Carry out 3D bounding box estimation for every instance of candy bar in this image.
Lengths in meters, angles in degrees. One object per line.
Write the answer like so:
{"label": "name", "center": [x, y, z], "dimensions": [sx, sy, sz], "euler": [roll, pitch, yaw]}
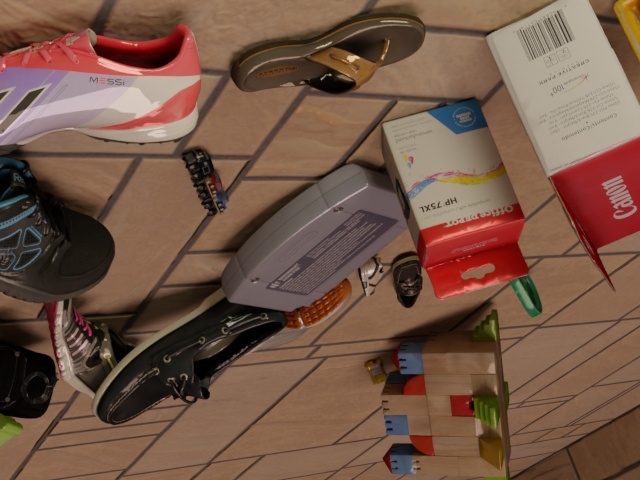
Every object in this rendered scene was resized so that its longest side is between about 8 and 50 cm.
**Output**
{"label": "candy bar", "center": [0.122, 0.285, 2.385], "dimensions": [0.040, 0.018, 0.161], "euler": [-22, 156, 1]}

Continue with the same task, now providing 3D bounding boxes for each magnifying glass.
{"label": "magnifying glass", "center": [0.357, 0.070, 2.021], "dimensions": [0.026, 0.092, 0.231], "euler": [-24, 145, 21]}

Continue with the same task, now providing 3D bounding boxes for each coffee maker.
{"label": "coffee maker", "center": [-0.456, 0.213, 1.639], "dimensions": [0.120, 0.171, 0.178], "euler": [-58, 169, -8]}

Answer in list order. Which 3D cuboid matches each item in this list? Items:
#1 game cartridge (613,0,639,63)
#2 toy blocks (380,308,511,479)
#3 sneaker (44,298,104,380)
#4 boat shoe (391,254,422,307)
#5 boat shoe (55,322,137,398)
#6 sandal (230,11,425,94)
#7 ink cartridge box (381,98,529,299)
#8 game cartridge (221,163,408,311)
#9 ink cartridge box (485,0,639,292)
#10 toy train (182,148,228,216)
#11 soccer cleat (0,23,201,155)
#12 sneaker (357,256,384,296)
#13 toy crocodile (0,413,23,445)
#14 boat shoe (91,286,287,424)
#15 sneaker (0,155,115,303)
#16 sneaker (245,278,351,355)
{"label": "game cartridge", "center": [0.489, -0.139, 1.396], "dimensions": [0.052, 0.285, 0.323], "euler": [-29, 154, 25]}
{"label": "toy blocks", "center": [0.244, 0.335, 2.273], "dimensions": [0.260, 0.381, 0.191], "euler": [-2, -158, 17]}
{"label": "sneaker", "center": [-0.354, 0.129, 1.616], "dimensions": [0.074, 0.063, 0.170], "euler": [-14, 129, -19]}
{"label": "boat shoe", "center": [0.154, 0.071, 1.905], "dimensions": [0.056, 0.049, 0.152], "euler": [-17, 156, -1]}
{"label": "boat shoe", "center": [-0.328, 0.217, 1.808], "dimensions": [0.091, 0.109, 0.305], "euler": [-16, 153, 8]}
{"label": "sandal", "center": [0.012, -0.193, 1.219], "dimensions": [0.219, 0.060, 0.090], "euler": [-13, 156, -10]}
{"label": "ink cartridge box", "center": [0.174, -0.054, 1.422], "dimensions": [0.134, 0.231, 0.078], "euler": [-16, 156, -5]}
{"label": "game cartridge", "center": [0.000, 0.000, 1.606], "dimensions": [0.294, 0.060, 0.196], "euler": [-40, 153, 27]}
{"label": "ink cartridge box", "center": [0.346, -0.109, 1.376], "dimensions": [0.130, 0.272, 0.309], "euler": [-25, 156, 16]}
{"label": "toy train", "center": [-0.144, -0.073, 1.415], "dimensions": [0.036, 0.027, 0.158], "euler": [-27, 157, -7]}
{"label": "soccer cleat", "center": [-0.272, -0.154, 1.081], "dimensions": [0.318, 0.109, 0.116], "euler": [-5, 131, -21]}
{"label": "sneaker", "center": [0.087, 0.061, 1.849], "dimensions": [0.043, 0.040, 0.109], "euler": [-19, 157, -3]}
{"label": "toy crocodile", "center": [-0.679, 0.378, 1.914], "dimensions": [0.340, 0.105, 0.115], "euler": [-19, 156, 2]}
{"label": "boat shoe", "center": [-0.194, 0.192, 1.715], "dimensions": [0.340, 0.113, 0.127], "euler": [-36, 153, -10]}
{"label": "sneaker", "center": [-0.349, -0.017, 1.269], "dimensions": [0.139, 0.125, 0.341], "euler": [-36, 153, 26]}
{"label": "sneaker", "center": [-0.042, 0.113, 1.825], "dimensions": [0.262, 0.099, 0.121], "euler": [-25, 164, 34]}
